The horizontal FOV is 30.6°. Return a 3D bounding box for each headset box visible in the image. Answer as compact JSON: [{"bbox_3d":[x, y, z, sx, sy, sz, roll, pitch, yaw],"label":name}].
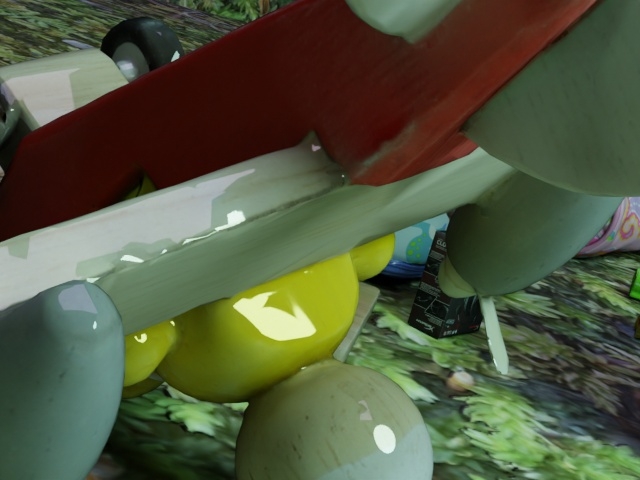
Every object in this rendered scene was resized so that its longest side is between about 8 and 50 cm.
[{"bbox_3d":[0.104,0.027,0.878,0.032,0.083,0.062,26,16,32],"label":"headset box"}]

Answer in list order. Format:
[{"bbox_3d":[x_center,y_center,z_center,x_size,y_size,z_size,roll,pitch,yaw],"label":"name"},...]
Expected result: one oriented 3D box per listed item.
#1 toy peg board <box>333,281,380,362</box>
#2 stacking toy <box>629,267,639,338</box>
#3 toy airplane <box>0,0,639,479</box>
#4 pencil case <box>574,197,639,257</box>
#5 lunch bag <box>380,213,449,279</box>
[{"bbox_3d":[-0.037,0.004,0.812,0.161,0.079,0.160,19,14,7],"label":"toy peg board"},{"bbox_3d":[0.380,0.072,1.100,0.167,0.052,0.221,20,14,10],"label":"stacking toy"},{"bbox_3d":[0.000,0.000,0.486,0.386,0.272,0.384,-16,3,0],"label":"toy airplane"},{"bbox_3d":[0.355,-0.041,1.361,0.124,0.124,0.284,28,19,37],"label":"pencil case"},{"bbox_3d":[0.026,-0.041,1.032,0.219,0.090,0.176,24,15,26],"label":"lunch bag"}]
